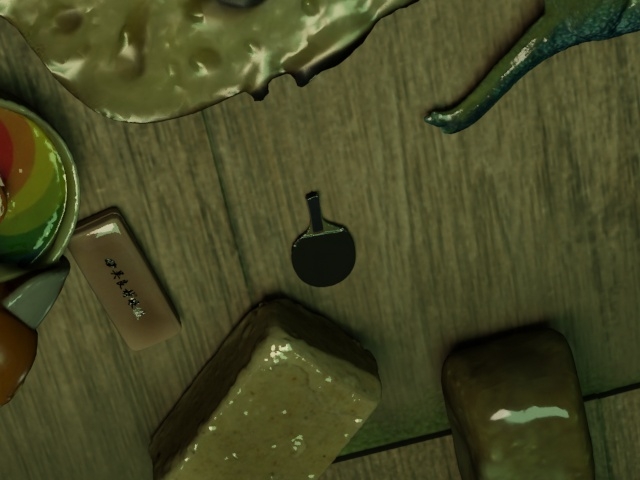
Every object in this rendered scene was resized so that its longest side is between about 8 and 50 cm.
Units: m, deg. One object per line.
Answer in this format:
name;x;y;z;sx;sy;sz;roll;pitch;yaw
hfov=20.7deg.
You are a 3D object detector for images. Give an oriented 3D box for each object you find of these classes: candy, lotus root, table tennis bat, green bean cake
candy;0.167;0.187;1.417;0.104;0.102;0.234;-14;123;-2
lotus root;-0.092;-0.248;1.131;0.390;0.111;0.375;8;119;-17
table tennis bat;0.000;0.000;1.338;0.050;0.007;0.083;-13;122;-2
green bean cake;-0.045;0.140;1.366;0.109;0.085;0.179;29;110;-21

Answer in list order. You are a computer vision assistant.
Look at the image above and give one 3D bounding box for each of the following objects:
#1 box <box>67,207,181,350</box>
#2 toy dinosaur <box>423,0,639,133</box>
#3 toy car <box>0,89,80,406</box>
box;-0.148;0.031;1.322;0.048;0.025;0.115;-24;120;3
toy dinosaur;0.224;-0.189;1.234;0.363;0.076;0.147;-24;139;6
toy car;-0.262;-0.001;1.234;0.235;0.145;0.235;-8;111;-21
